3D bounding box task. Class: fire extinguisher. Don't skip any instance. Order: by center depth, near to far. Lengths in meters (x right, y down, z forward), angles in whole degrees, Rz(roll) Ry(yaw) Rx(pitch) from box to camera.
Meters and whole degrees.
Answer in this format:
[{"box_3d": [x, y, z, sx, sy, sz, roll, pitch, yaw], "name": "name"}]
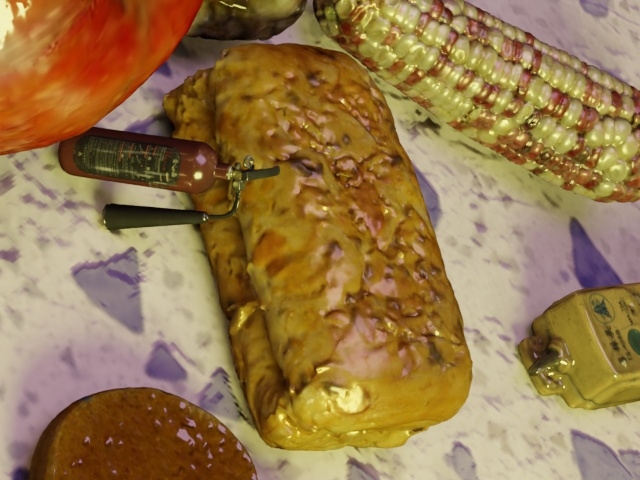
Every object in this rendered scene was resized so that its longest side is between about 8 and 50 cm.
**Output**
[{"box_3d": [-0.073, -0.025, 0.862, 0.032, 0.100, 0.046, 39, 61, -72], "name": "fire extinguisher"}]

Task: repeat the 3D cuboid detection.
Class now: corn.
[{"box_3d": [0.102, -0.092, 1.073, 0.237, 0.079, 0.079, 27, 45, -25], "name": "corn"}]

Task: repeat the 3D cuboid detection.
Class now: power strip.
[{"box_3d": [0.222, 0.055, 1.104, 0.305, 0.044, 0.064, -4, 65, -45], "name": "power strip"}]

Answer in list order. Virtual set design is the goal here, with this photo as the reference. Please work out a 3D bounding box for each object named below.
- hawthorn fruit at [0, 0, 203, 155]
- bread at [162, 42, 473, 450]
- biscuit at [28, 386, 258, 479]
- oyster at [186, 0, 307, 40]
[{"box_3d": [-0.127, -0.133, 0.732, 0.271, 0.242, 0.242, 22, 35, 20], "name": "hawthorn fruit"}, {"box_3d": [0.000, 0.000, 0.907, 0.114, 0.083, 0.211, 1, 59, -39], "name": "bread"}, {"box_3d": [-0.052, 0.137, 0.794, 0.175, 0.026, 0.124, 42, 42, -11], "name": "biscuit"}, {"box_3d": [-0.064, -0.198, 0.994, 0.166, 0.094, 0.294, 31, 37, -11], "name": "oyster"}]
